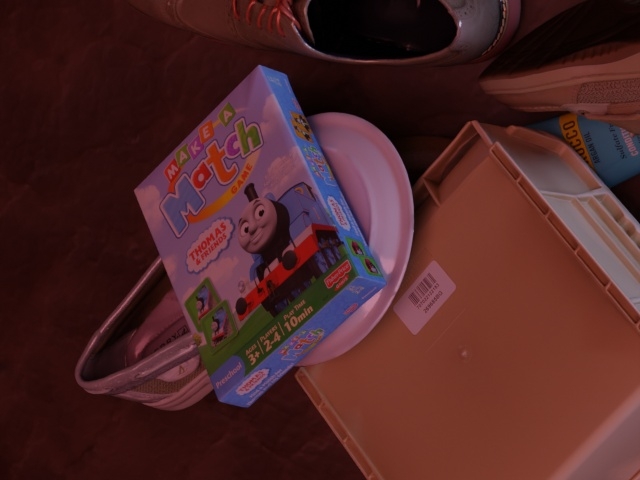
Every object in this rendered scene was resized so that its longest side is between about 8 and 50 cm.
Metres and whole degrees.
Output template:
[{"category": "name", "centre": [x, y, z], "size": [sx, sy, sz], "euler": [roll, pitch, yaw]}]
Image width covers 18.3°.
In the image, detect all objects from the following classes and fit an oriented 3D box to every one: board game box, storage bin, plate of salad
[{"category": "board game box", "centre": [-0.052, -0.004, 1.526], "size": [0.160, 0.039, 0.211], "euler": [-43, 53, 26]}, {"category": "storage bin", "centre": [0.140, 0.088, 1.515], "size": [0.262, 0.123, 0.260], "euler": [-50, 59, 24]}, {"category": "plate of salad", "centre": [0.000, 0.000, 1.538], "size": [0.199, 0.048, 0.200], "euler": [-12, 71, 39]}]

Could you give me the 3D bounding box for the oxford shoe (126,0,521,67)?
[{"category": "oxford shoe", "centre": [-0.023, -0.205, 1.580], "size": [0.348, 0.130, 0.123], "euler": [7, 104, 21]}]

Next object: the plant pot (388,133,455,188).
[{"category": "plant pot", "centre": [0.087, 0.031, 1.644], "size": [0.236, 0.032, 0.236], "euler": [5, 105, 22]}]

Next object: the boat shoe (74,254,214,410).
[{"category": "boat shoe", "centre": [-0.081, 0.023, 1.654], "size": [0.320, 0.103, 0.118], "euler": [-46, 58, 26]}]

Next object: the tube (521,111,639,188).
[{"category": "tube", "centre": [0.246, -0.085, 1.548], "size": [0.207, 0.052, 0.080], "euler": [-23, 81, 30]}]

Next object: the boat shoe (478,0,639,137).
[{"category": "boat shoe", "centre": [0.232, -0.120, 1.462], "size": [0.302, 0.109, 0.098], "euler": [-5, 123, 56]}]
